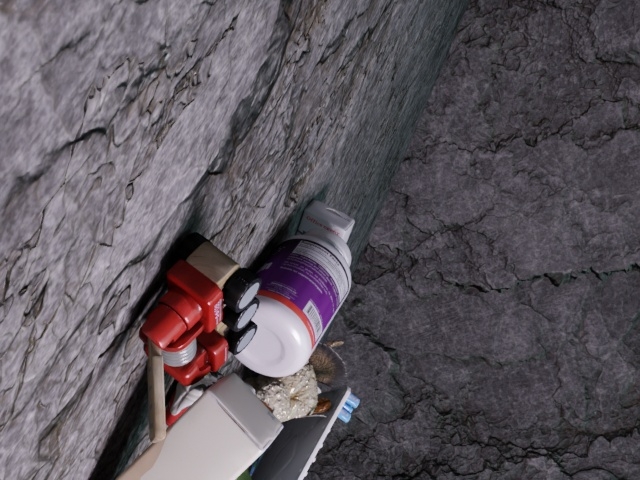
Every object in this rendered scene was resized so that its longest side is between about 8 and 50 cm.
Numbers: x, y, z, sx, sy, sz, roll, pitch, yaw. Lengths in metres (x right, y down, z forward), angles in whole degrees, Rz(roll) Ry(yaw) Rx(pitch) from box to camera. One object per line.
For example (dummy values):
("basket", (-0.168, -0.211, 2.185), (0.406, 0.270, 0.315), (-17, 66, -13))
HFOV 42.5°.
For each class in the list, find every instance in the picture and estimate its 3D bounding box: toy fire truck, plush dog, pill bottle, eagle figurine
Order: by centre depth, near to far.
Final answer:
("toy fire truck", (-0.190, 0.151, 1.128), (0.246, 0.158, 0.217), (-46, 164, -29))
("pill bottle", (-0.052, 0.110, 1.647), (0.323, 0.181, 0.182), (-54, 166, -51))
("plush dog", (-0.078, 0.309, 1.989), (0.262, 0.210, 0.226), (167, -79, -72))
("eagle figurine", (-0.057, 0.343, 2.275), (0.226, 0.225, 0.298), (-51, -178, 3))

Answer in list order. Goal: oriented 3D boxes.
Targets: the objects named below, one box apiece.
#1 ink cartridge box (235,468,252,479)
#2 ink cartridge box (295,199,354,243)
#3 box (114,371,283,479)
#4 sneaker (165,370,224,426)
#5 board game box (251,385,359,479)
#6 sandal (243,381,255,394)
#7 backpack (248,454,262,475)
("ink cartridge box", (-0.238, 0.617, 2.117), (0.109, 0.062, 0.209), (-52, -144, 16))
("ink cartridge box", (0.000, 0.000, 1.876), (0.063, 0.109, 0.151), (-45, 159, -55))
("box", (-0.214, 0.355, 1.237), (0.311, 0.121, 0.148), (-45, 174, 7))
("sneaker", (-0.221, 0.306, 1.532), (0.118, 0.107, 0.279), (-56, 162, -1))
("board game box", (-0.076, 0.568, 2.102), (0.390, 0.050, 0.390), (-58, -169, -25))
("sandal", (-0.224, 0.388, 1.713), (0.169, 0.102, 0.416), (-50, -175, 3))
("backpack", (-0.215, 0.599, 2.292), (0.084, 0.105, 0.114), (-37, 146, -74))
